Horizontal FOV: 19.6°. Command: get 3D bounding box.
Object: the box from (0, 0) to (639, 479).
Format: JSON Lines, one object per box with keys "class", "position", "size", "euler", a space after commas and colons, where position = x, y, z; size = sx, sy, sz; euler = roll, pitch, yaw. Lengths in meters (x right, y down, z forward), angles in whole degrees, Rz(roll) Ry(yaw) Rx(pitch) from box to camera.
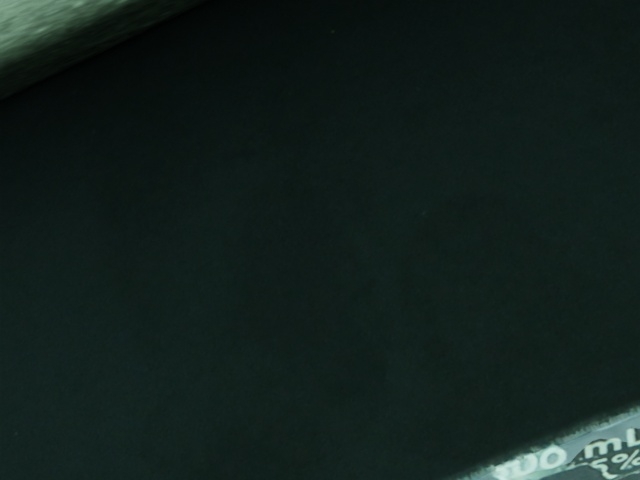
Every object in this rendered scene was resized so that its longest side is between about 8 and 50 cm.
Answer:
{"class": "box", "position": [0.059, 0.096, 0.988], "size": [0.480, 0.297, 0.472], "euler": [-24, 146, 12]}
